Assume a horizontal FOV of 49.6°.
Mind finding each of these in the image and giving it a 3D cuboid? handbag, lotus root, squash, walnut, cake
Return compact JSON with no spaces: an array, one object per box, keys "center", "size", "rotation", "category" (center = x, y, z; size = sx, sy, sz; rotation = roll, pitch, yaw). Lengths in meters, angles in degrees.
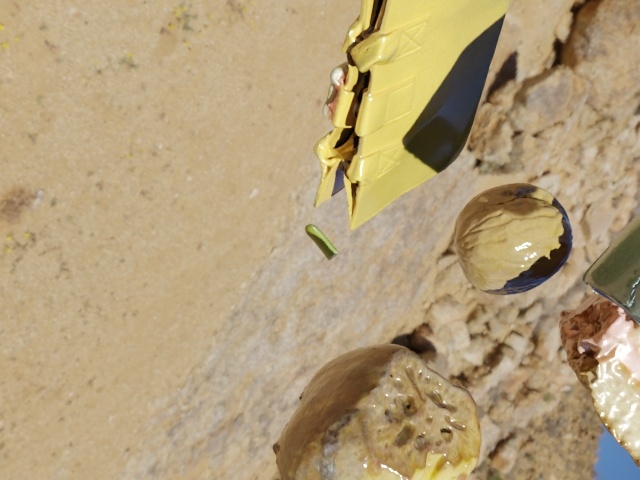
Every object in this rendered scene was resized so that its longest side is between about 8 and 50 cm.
[{"center":[0.116,-0.229,0.934],"size":[0.283,0.133,0.401],"rotation":[-38,152,-37],"category":"handbag"},{"center":[0.103,0.322,1.081],"size":[0.316,0.316,0.250],"rotation":[-48,175,-41],"category":"lotus root"},{"center":[0.000,0.000,1.371],"size":[0.027,0.083,0.027],"rotation":[-38,170,-8],"category":"squash"},{"center":[0.368,-0.001,1.324],"size":[0.228,0.228,0.228],"rotation":[-55,165,-22],"category":"walnut"},{"center":[0.592,0.181,1.174],"size":[0.307,0.293,0.314],"rotation":[-39,173,17],"category":"cake"}]

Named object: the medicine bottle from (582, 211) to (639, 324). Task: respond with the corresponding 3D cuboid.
[{"center":[0.432,0.001,0.637],"size":[0.290,0.245,0.245],"rotation":[-53,167,10],"category":"medicine bottle"}]
